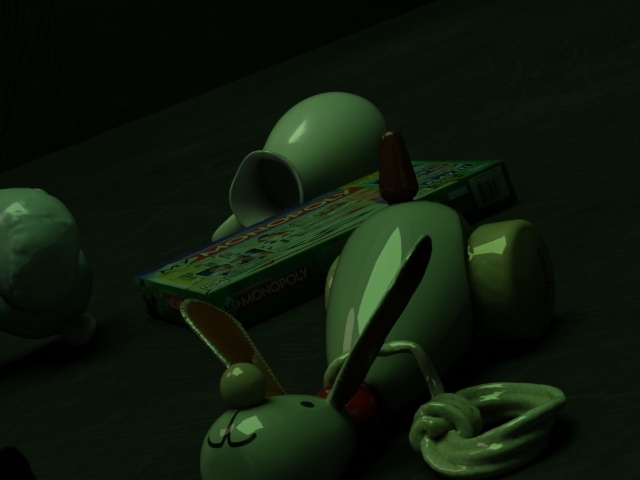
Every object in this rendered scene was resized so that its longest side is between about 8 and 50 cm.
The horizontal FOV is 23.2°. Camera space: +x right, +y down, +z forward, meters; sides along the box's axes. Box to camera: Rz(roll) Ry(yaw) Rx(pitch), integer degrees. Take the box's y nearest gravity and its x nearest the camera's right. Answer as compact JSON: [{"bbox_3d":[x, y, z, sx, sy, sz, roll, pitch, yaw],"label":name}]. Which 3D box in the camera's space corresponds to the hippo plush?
[{"bbox_3d":[-0.333,0.068,1.481,0.237,0.234,0.294,-4,-34,-9],"label":"hippo plush"}]

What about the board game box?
[{"bbox_3d":[0.000,0.000,1.489,0.317,0.046,0.213,-24,13,-22],"label":"board game box"}]

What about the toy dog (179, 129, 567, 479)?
[{"bbox_3d":[0.028,0.034,0.982,0.220,0.161,0.333,-18,11,12],"label":"toy dog"}]

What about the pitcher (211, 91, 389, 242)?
[{"bbox_3d":[-0.025,-0.071,1.720,0.178,0.125,0.207,-41,-1,41],"label":"pitcher"}]

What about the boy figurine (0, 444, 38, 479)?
[{"bbox_3d":[-0.296,0.186,1.006,0.285,0.092,0.177,-6,20,39],"label":"boy figurine"}]
